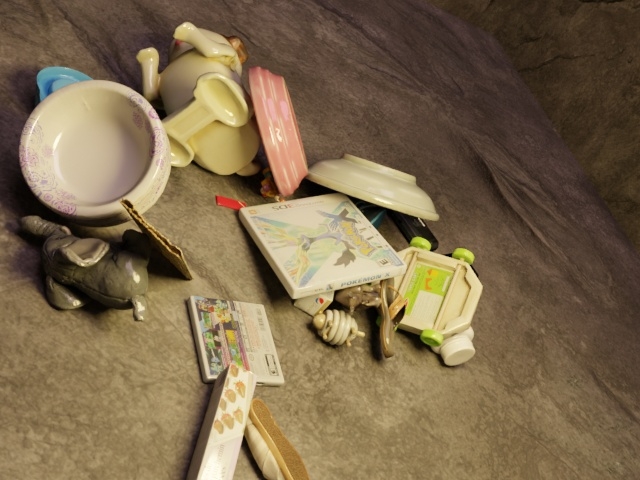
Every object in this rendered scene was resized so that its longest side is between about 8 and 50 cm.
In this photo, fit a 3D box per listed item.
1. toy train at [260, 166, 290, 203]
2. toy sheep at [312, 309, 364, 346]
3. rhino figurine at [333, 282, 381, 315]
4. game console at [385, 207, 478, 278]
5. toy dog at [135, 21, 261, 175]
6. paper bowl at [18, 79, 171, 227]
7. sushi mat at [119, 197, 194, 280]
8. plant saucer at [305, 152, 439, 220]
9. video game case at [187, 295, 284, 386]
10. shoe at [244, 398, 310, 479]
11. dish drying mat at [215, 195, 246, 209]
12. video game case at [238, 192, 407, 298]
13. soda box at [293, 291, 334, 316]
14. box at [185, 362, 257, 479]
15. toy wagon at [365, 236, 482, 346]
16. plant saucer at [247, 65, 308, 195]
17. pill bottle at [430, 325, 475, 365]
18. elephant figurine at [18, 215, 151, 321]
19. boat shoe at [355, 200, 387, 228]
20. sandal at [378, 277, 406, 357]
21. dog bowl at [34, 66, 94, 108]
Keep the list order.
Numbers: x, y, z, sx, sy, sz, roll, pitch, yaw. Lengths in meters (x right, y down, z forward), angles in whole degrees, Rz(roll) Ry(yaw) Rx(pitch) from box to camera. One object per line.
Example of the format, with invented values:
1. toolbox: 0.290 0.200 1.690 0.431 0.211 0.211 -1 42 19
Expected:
1. toy train: -0.115 -0.123 1.970 0.125 0.046 0.166 38 26 -30
2. toy sheep: 0.041 0.203 1.710 0.132 0.091 0.091 24 37 -15
3. rhino figurine: 0.085 0.130 1.745 0.106 0.073 0.243 -1 8 -8
4. game console: 0.328 0.015 2.229 0.213 0.044 0.361 -5 55 -48
5. toy dog: -0.280 -0.391 1.914 0.395 0.284 0.408 29 34 -38
6. paper bowl: -0.444 -0.167 1.498 0.284 0.284 0.148 46 -8 9
7. sushi mat: -0.315 0.005 1.466 0.151 0.316 0.019 45 78 4
8. plant saucer: 0.146 -0.160 2.028 0.400 0.101 0.400 19 6 -2
9. video game case: -0.179 0.211 1.552 0.183 0.023 0.201 11 45 -35
10. shoe: -0.088 0.405 1.398 0.219 0.058 0.076 57 17 17
11. dish drying mat: -0.223 -0.093 1.862 0.083 0.008 0.032 15 43 -32
12. video game case: 0.000 0.000 1.791 0.299 0.036 0.329 -11 41 -26
13. soda box: -0.003 0.085 1.811 0.069 0.074 0.216 31 35 -12
14. box: -0.183 0.367 1.319 0.063 0.067 0.324 30 38 -16
15. toy wagon: 0.233 0.118 1.901 0.344 0.068 0.267 16 61 21
16. plant saucer: -0.100 -0.280 1.865 0.084 0.332 0.332 -15 49 2
17. pill bottle: 0.324 0.214 1.934 0.117 0.117 0.215 12 44 -35
18. elephant figurine: -0.450 0.049 1.395 0.239 0.186 0.170 9 87 -22
19. boat shoe: 0.109 -0.056 2.037 0.089 0.109 0.258 30 21 14
20. sandal: 0.175 0.173 1.777 0.090 0.060 0.220 60 28 -54
21. dog bowl: -0.556 -0.270 1.691 0.165 0.074 0.297 0 50 -43
